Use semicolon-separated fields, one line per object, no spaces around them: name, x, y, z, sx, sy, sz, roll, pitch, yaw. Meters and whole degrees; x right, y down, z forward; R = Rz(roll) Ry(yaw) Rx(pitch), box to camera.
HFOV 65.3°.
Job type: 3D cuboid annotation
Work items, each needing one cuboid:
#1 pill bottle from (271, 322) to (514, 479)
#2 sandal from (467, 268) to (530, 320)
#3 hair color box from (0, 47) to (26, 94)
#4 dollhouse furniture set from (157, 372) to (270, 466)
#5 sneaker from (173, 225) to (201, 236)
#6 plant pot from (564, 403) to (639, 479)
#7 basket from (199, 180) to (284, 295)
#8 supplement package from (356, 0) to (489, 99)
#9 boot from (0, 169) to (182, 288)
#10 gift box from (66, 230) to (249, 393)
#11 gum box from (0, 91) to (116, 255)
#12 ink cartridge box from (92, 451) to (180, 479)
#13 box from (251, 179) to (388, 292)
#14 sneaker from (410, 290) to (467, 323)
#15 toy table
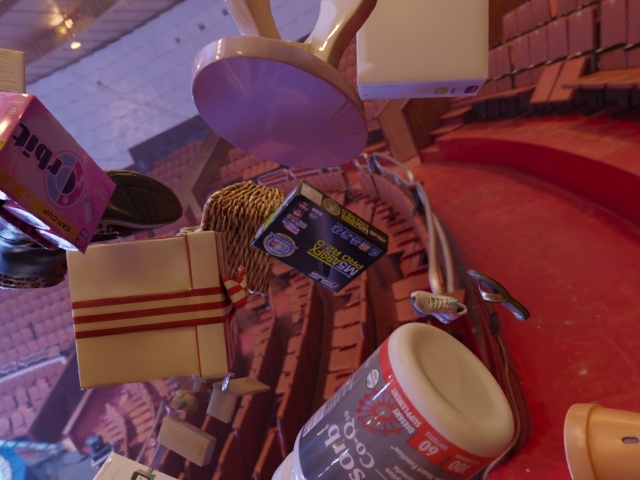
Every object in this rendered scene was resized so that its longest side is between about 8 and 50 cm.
pill bottle;0.089;0.313;0.752;0.363;0.210;0.210;-53;-1;25
sandal;0.520;0.168;1.480;0.060;0.219;0.090;-46;0;-5
hair color box;-0.456;-0.205;0.705;0.072;0.141;0.043;0;-26;-30
dollhouse furniture set;-0.210;0.343;0.994;0.144;0.151;0.123;16;-2;25
sneaker;-0.397;0.001;1.434;0.170;0.063;0.075;-26;30;-28
plant pot;0.840;0.594;1.373;0.203;0.291;0.291;-24;9;43
basket;-0.238;-0.019;1.457;0.223;0.299;0.213;9;29;-11
supplement package;0.210;-0.417;1.055;0.262;0.204;0.145;0;2;8
boot;-0.518;-0.017;1.075;0.284;0.138;0.377;-37;-14;35
gift box;-0.253;0.122;0.867;0.258;0.276;0.255;-7;6;-7
gum box;-0.327;-0.069;0.589;0.062;0.188;0.107;8;65;12
ink cartridge box;-0.435;0.639;1.250;0.219;0.160;0.092;12;45;18
box;0.000;0.000;1.240;0.216;0.270;0.060;-43;24;37
sneaker;0.322;0.170;1.342;0.191;0.071;0.083;18;-31;-36
toy table;-0.041;-0.217;0.639;0.252;0.160;0.274;-9;-20;18
